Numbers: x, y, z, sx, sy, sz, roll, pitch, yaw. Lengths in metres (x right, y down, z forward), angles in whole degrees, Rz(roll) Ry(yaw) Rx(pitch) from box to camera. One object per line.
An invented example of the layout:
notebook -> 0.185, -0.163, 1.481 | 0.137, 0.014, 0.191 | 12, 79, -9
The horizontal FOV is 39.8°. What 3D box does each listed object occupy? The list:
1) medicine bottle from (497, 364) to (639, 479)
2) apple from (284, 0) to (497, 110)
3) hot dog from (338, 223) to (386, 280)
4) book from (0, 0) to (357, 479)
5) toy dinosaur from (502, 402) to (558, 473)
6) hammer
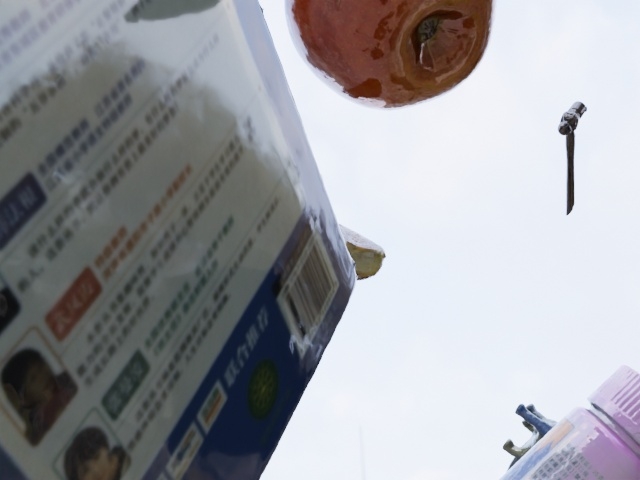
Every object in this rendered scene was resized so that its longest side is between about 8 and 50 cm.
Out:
medicine bottle -> 0.359, 0.322, 1.163 | 0.291, 0.178, 0.178 | -45, -57, 1
apple -> 0.086, -0.278, 1.021 | 0.251, 0.206, 0.272 | -30, -36, -27
hot dog -> 0.001, 0.000, 1.184 | 0.083, 0.289, 0.068 | 17, -86, -22
book -> -0.100, -0.039, 0.379 | 0.039, 0.300, 0.428 | 2, -49, 28
toy dinosaur -> 0.409, 0.378, 1.531 | 0.075, 0.188, 0.248 | -21, -42, -36
hammer -> 0.341, -0.103, 1.195 | 0.021, 0.065, 0.178 | 17, -38, 31
